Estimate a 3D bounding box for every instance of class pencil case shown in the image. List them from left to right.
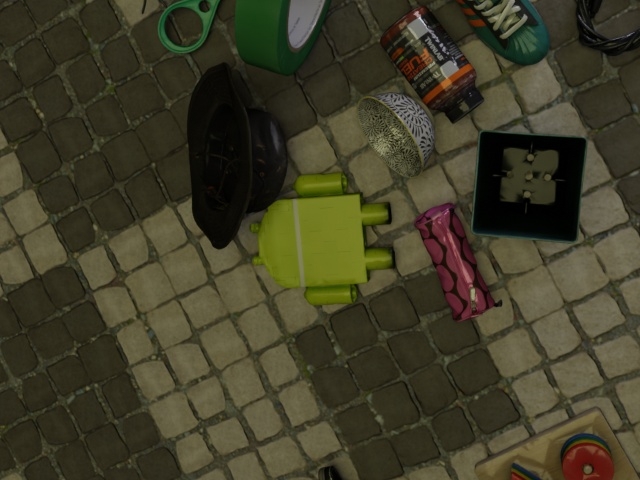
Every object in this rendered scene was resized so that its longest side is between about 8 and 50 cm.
[{"bbox_3d":[0.240,0.039,1.694,0.095,0.098,0.209,-24,91,15],"label":"pencil case"}]

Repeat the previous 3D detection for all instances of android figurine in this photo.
[{"bbox_3d":[0.000,0.000,1.765,0.272,0.056,0.248,-6,97,13],"label":"android figurine"}]

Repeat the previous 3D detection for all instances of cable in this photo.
[{"bbox_3d":[0.508,-0.398,1.597,0.184,0.047,0.151,-37,89,16],"label":"cable"}]

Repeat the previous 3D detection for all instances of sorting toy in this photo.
[{"bbox_3d":[0.448,0.475,1.713,0.257,0.089,0.255,-30,90,15],"label":"sorting toy"}]

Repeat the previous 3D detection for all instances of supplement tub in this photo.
[{"bbox_3d":[0.199,-0.301,1.651,0.106,0.106,0.198,-38,88,15],"label":"supplement tub"}]

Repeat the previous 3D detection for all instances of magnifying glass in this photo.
[{"bbox_3d":[-0.207,-0.439,1.758,0.231,0.026,0.092,-42,102,10],"label":"magnifying glass"}]

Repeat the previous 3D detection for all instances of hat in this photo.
[{"bbox_3d":[-0.135,-0.150,1.714,0.134,0.331,0.331,-1,100,-25],"label":"hat"}]

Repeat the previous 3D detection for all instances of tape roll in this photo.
[{"bbox_3d":[-0.044,-0.438,1.576,0.077,0.321,0.321,19,102,10],"label":"tape roll"}]

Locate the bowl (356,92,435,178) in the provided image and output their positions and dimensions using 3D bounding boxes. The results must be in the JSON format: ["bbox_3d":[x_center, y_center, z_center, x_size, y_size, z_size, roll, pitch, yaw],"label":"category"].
[{"bbox_3d":[0.148,-0.199,1.670,0.080,0.170,0.170,-37,89,-17],"label":"bowl"}]

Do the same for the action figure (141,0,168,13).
[{"bbox_3d":[-0.335,-0.558,1.720,0.164,0.141,0.276,-11,94,3],"label":"action figure"}]

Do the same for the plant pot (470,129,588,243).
[{"bbox_3d":[0.344,-0.098,1.580,0.165,0.234,0.166,5,99,11],"label":"plant pot"}]

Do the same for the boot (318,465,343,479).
[{"bbox_3d":[0.118,0.500,1.796,0.178,0.085,0.236,-28,97,13],"label":"boot"}]

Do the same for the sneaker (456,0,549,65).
[{"bbox_3d":[0.275,-0.419,1.608,0.108,0.121,0.302,-40,88,15],"label":"sneaker"}]
